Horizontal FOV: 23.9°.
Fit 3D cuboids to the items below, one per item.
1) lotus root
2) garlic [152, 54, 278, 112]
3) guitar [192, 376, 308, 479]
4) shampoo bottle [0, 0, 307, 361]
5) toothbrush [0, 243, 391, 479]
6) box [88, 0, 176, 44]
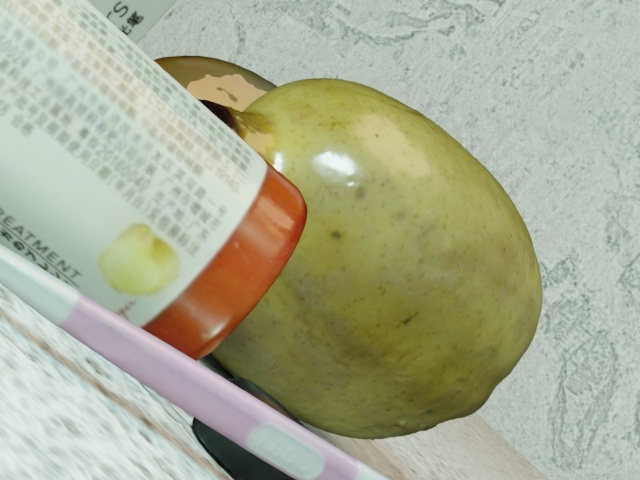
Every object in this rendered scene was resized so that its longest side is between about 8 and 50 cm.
[{"bbox_3d":[0.000,0.000,0.821,0.310,0.183,0.183,37,4,-44],"label":"lotus root"},{"bbox_3d":[-0.055,-0.008,1.271,0.338,0.151,0.196,49,30,9],"label":"garlic"},{"bbox_3d":[0.039,0.143,0.639,0.233,0.025,0.088,43,2,6],"label":"guitar"},{"bbox_3d":[-0.138,-0.067,0.620,0.278,0.104,0.104,42,1,-16],"label":"shampoo bottle"},{"bbox_3d":[-0.074,0.036,0.545,0.286,0.020,0.025,35,13,-25],"label":"toothbrush"},{"bbox_3d":[-0.180,-0.224,0.997,0.221,0.274,0.091,36,8,-48],"label":"box"}]
